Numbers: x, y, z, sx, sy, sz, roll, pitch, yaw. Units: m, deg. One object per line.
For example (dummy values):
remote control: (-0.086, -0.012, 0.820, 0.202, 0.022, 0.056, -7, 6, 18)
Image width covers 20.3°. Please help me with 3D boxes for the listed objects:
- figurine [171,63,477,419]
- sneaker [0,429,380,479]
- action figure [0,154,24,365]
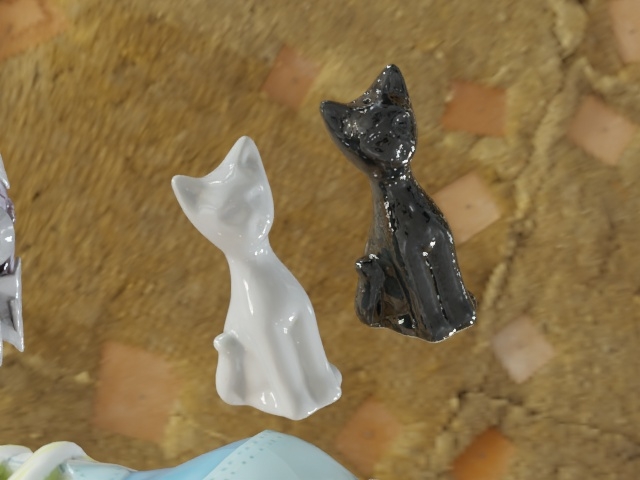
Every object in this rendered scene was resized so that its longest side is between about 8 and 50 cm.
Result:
figurine: (0.000, 0.000, 1.332, 0.215, 0.092, 0.209, -27, -62, -23)
sneaker: (-0.123, 0.076, 0.456, 0.208, 0.319, 0.127, 52, -134, 0)
action figure: (-0.238, -0.024, 1.109, 0.099, 0.285, 0.185, 1, -76, -16)
